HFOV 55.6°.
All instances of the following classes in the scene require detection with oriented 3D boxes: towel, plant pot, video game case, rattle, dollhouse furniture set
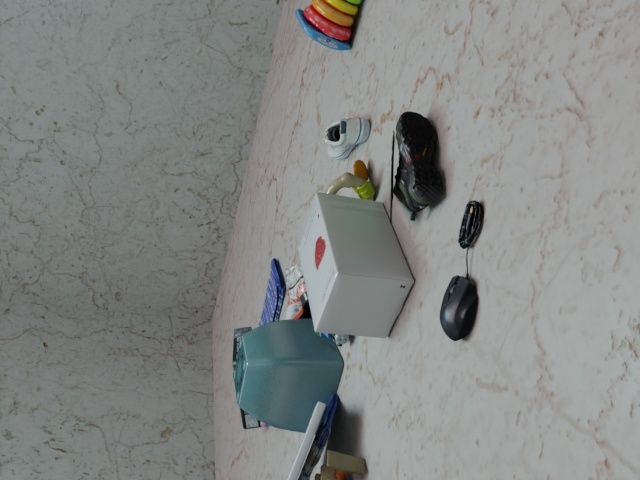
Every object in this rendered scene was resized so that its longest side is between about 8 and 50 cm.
[{"bbox_3d":[-0.205,0.266,2.452,0.243,0.040,0.336,-113,34,-61],"label":"towel"},{"bbox_3d":[-0.108,0.372,1.702,0.247,0.252,0.248,-120,40,-63],"label":"plant pot"},{"bbox_3d":[-0.019,0.550,1.539,0.209,0.034,0.285,-39,-31,-79],"label":"towel"},{"bbox_3d":[-0.035,0.492,1.467,0.183,0.023,0.201,93,-160,-72],"label":"video game case"},{"bbox_3d":[0.046,-0.101,1.564,0.200,0.130,0.143,-59,36,29],"label":"rattle"},{"bbox_3d":[0.044,0.653,1.361,0.259,0.135,0.262,-87,13,-57],"label":"dollhouse furniture set"}]

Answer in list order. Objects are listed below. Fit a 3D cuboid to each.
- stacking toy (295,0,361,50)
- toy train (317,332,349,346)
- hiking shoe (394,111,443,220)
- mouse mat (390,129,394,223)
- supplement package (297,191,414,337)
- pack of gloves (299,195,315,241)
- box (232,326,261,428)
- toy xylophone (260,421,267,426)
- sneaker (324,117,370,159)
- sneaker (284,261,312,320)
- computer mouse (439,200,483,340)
[{"bbox_3d":[0.070,-0.736,1.801,0.302,0.175,0.166,-56,34,30],"label":"stacking toy"},{"bbox_3d":[0.036,0.212,1.599,0.184,0.080,0.105,-158,66,-71],"label":"toy train"},{"bbox_3d":[0.181,-0.157,1.237,0.114,0.086,0.227,123,150,-55],"label":"hiking shoe"},{"bbox_3d":[0.155,-0.139,1.300,0.190,0.007,0.153,-73,-17,-62],"label":"mouse mat"},{"bbox_3d":[0.068,0.051,1.374,0.293,0.175,0.178,-105,28,-51],"label":"supplement package"},{"bbox_3d":[0.000,0.000,1.896,0.195,0.046,0.232,-68,27,25],"label":"pack of gloves"},{"bbox_3d":[-0.281,0.527,2.342,0.242,0.076,0.308,-106,10,-68],"label":"box"},{"bbox_3d":[-0.183,0.534,2.190,0.323,0.081,0.236,-110,31,-58],"label":"toy xylophone"},{"bbox_3d":[0.053,-0.296,1.715,0.258,0.091,0.094,153,123,-70],"label":"sneaker"},{"bbox_3d":[-0.064,0.165,1.851,0.270,0.090,0.145,117,138,-57],"label":"sneaker"},{"bbox_3d":[0.239,0.051,1.036,0.071,0.041,0.242,179,99,-74],"label":"computer mouse"}]
